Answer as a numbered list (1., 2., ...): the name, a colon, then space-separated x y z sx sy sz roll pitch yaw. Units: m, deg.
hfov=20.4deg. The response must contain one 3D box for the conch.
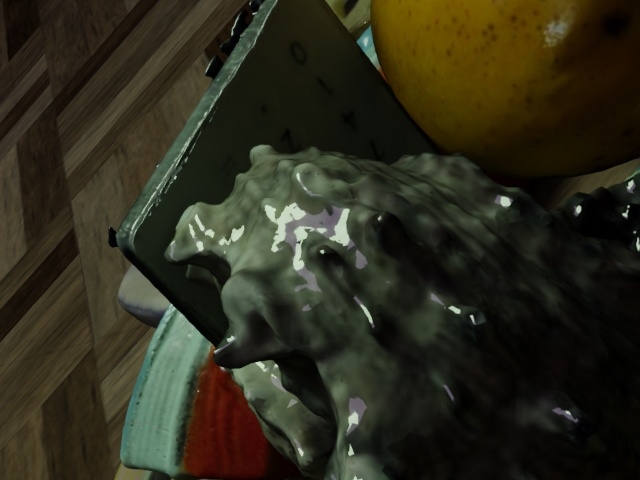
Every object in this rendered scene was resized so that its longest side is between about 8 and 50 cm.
1. conch: 0.051 0.045 0.738 0.313 0.241 0.186 -22 -46 -61

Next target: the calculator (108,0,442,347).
1. calculator: 0.014 0.013 0.858 0.021 0.261 0.161 10 62 43

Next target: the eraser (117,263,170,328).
1. eraser: -0.045 0.002 1.227 0.243 0.059 0.204 -27 33 38

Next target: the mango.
1. mango: 0.134 -0.137 0.861 0.191 0.160 0.290 -36 9 22

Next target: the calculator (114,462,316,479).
1. calculator: -0.053 0.126 1.095 0.236 0.033 0.157 -25 33 42

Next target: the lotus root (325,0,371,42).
1. lotus root: 0.064 -0.194 1.301 0.261 0.074 0.170 -38 27 26

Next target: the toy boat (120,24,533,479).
1. toy boat: 0.000 0.000 1.000 0.133 0.145 0.332 14 60 39

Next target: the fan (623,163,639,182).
1. fan: 0.172 -0.006 0.895 0.240 0.009 0.131 -49 22 6
